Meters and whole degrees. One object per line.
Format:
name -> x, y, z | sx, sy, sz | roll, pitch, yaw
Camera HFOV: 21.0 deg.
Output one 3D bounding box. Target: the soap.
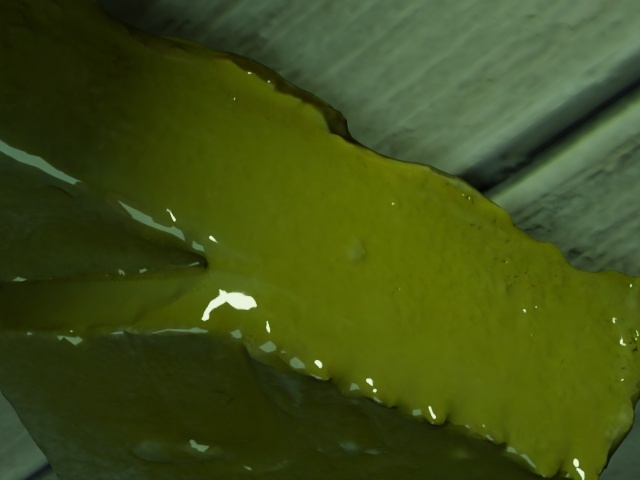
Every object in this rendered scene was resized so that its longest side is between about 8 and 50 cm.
soap -> 0.000, 0.000, 0.859 | 0.339, 0.169, 0.304 | -1, 139, 17
